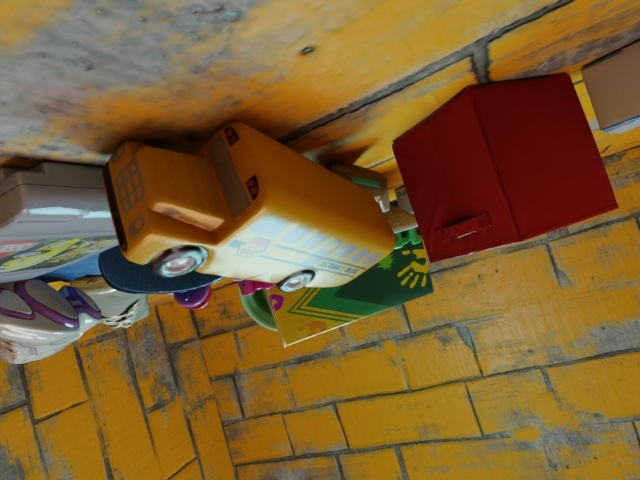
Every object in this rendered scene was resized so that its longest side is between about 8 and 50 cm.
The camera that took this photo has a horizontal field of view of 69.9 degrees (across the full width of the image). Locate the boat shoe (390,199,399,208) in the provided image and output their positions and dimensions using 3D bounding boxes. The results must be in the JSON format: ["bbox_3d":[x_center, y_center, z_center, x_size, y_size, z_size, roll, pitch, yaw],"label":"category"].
[{"bbox_3d":[0.214,-0.095,1.442,0.142,0.049,0.040,-17,176,32],"label":"boat shoe"}]

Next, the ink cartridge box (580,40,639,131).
[{"bbox_3d":[0.430,-0.205,0.621,0.092,0.090,0.143,-21,175,41],"label":"ink cartridge box"}]

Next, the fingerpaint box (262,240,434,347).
[{"bbox_3d":[0.026,0.075,1.210,0.370,0.163,0.445,-18,-168,-10],"label":"fingerpaint box"}]

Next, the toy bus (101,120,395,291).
[{"bbox_3d":[-0.051,-0.025,0.501,0.130,0.108,0.332,-35,153,23],"label":"toy bus"}]

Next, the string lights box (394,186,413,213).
[{"bbox_3d":[0.335,-0.134,1.219,0.259,0.077,0.133,-13,175,-39],"label":"string lights box"}]

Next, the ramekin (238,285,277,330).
[{"bbox_3d":[-0.111,0.138,1.532,0.303,0.304,0.148,-18,-177,7],"label":"ramekin"}]

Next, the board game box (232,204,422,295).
[{"bbox_3d":[0.000,0.000,1.068,0.389,0.051,0.390,-17,-168,-4],"label":"board game box"}]

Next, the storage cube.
[{"bbox_3d":[0.247,-0.094,0.642,0.214,0.193,0.183,-16,176,-24],"label":"storage cube"}]

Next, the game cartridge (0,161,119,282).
[{"bbox_3d":[-0.319,-0.005,0.502,0.294,0.060,0.196,-19,179,24],"label":"game cartridge"}]

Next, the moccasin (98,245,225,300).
[{"bbox_3d":[-0.173,0.013,0.738,0.341,0.138,0.116,-13,179,-32],"label":"moccasin"}]

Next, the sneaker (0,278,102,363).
[{"bbox_3d":[-0.446,0.141,0.705,0.152,0.114,0.305,-42,176,-13],"label":"sneaker"}]

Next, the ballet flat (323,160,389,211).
[{"bbox_3d":[0.057,-0.059,0.811,0.123,0.116,0.342,1,170,-1],"label":"ballet flat"}]

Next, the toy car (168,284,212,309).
[{"bbox_3d":[-0.321,0.102,1.124,0.159,0.137,0.182,-16,160,-7],"label":"toy car"}]

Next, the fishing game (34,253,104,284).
[{"bbox_3d":[-0.397,0.033,0.756,0.188,0.041,0.264,-17,169,2],"label":"fishing game"}]

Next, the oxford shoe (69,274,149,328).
[{"bbox_3d":[-0.502,0.151,1.136,0.168,0.130,0.449,-1,169,-17],"label":"oxford shoe"}]
